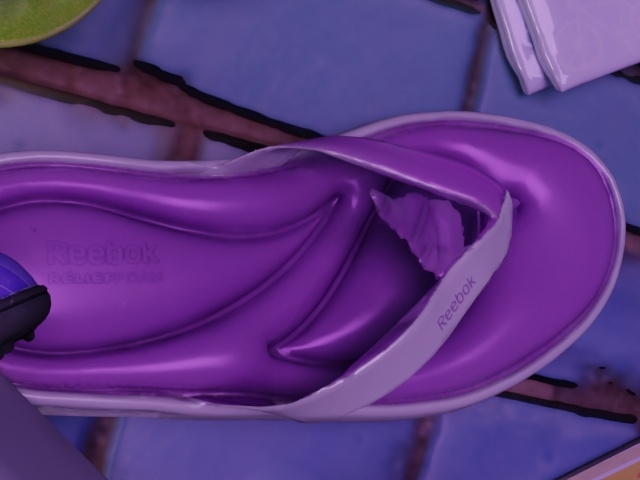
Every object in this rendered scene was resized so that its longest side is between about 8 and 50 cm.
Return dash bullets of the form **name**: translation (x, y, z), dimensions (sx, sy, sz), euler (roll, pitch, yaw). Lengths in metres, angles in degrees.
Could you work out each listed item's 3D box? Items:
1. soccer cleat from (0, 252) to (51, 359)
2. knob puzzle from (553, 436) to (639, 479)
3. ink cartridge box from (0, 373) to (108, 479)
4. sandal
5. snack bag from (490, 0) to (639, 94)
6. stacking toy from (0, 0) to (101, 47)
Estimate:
- **soccer cleat**: translation (-0.263, 0.039, 0.400), dimensions (0.318, 0.108, 0.116), euler (-16, 89, 8)
- **knob puzzle**: translation (0.226, 0.217, 0.643), dimensions (0.213, 0.030, 0.213), euler (1, 86, -20)
- **ink cartridge box**: translation (-0.170, 0.224, 0.414), dimensions (0.278, 0.117, 0.201), euler (-41, 107, -4)
- **sandal**: translation (0.003, 0.015, 0.523), dimensions (0.416, 0.102, 0.169), euler (-8, 83, -24)
- **snack bag**: translation (0.216, -0.296, 0.665), dimensions (0.323, 0.037, 0.343), euler (-20, 93, -17)
- **stacking toy**: translation (-0.259, -0.165, 0.476), dimensions (0.279, 0.130, 0.309), euler (44, 81, -27)
